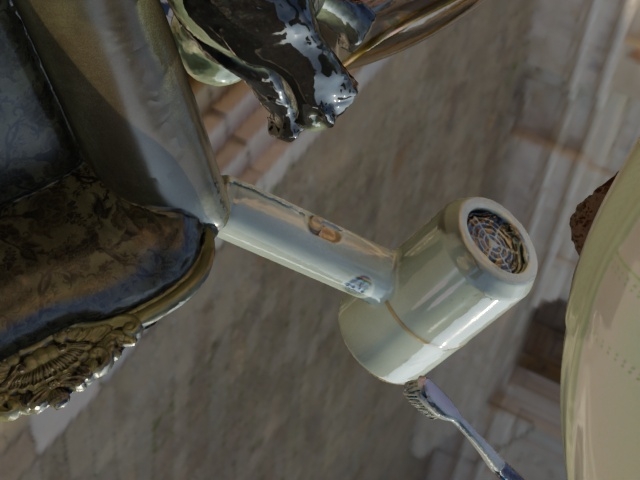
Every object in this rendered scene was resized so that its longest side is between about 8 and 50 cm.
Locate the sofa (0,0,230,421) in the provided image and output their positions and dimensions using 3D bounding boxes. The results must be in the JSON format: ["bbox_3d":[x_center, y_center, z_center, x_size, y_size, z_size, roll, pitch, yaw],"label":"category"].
[{"bbox_3d":[-0.186,-0.038,0.560,0.258,0.182,0.200,-26,131,-12],"label":"sofa"}]

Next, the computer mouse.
[{"bbox_3d":[0.052,-0.201,0.964,0.158,0.310,0.072,-28,111,-5],"label":"computer mouse"}]

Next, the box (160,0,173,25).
[{"bbox_3d":[-0.171,-0.372,1.108,0.214,0.069,0.353,-42,128,-47],"label":"box"}]

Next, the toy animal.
[{"bbox_3d":[-0.031,-0.120,0.604,0.094,0.121,0.225,-59,-171,-5],"label":"toy animal"}]

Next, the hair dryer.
[{"bbox_3d":[0.000,0.000,0.981,0.173,0.357,0.108,-46,-148,38],"label":"hair dryer"}]

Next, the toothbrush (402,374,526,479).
[{"bbox_3d":[0.162,0.203,0.979,0.288,0.026,0.024,45,50,-28],"label":"toothbrush"}]

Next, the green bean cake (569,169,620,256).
[{"bbox_3d":[0.316,-0.058,0.823,0.198,0.097,0.233,-2,141,-39],"label":"green bean cake"}]

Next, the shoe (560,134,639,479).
[{"bbox_3d":[0.143,0.119,0.371,0.160,0.131,0.363,-73,164,-62],"label":"shoe"}]
